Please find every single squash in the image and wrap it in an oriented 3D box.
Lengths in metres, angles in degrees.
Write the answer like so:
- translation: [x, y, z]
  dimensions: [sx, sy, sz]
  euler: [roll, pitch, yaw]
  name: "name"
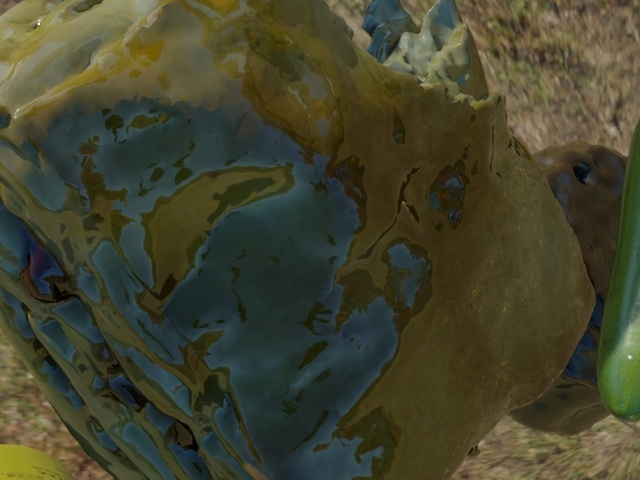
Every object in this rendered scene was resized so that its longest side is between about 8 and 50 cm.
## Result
- translation: [0.288, 0.015, 1.170]
  dimensions: [0.082, 0.082, 0.292]
  euler: [8, 70, 14]
  name: "squash"

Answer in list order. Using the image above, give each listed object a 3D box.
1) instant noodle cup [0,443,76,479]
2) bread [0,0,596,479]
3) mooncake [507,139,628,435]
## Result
- translation: [-0.232, 0.264, 1.034]
  dimensions: [0.215, 0.236, 0.215]
  euler: [-6, 109, -18]
  name: "instant noodle cup"
- translation: [0.000, 0.000, 0.705]
  dimensions: [0.191, 0.370, 0.314]
  euler: [12, 44, 39]
  name: "bread"
- translation: [0.287, 0.048, 1.554]
  dimensions: [0.187, 0.324, 0.324]
  euler: [-29, 73, 48]
  name: "mooncake"
